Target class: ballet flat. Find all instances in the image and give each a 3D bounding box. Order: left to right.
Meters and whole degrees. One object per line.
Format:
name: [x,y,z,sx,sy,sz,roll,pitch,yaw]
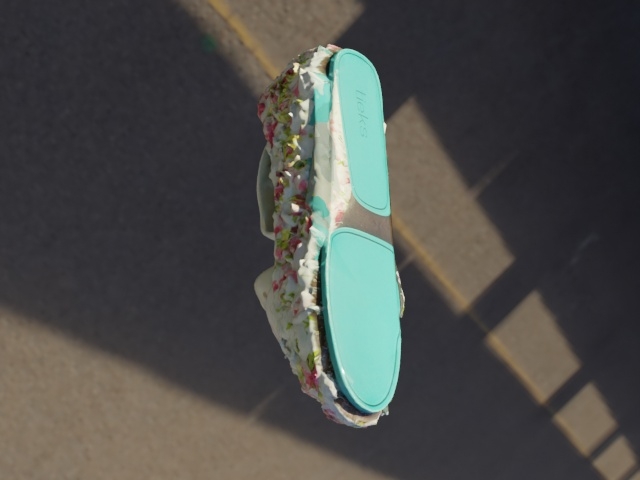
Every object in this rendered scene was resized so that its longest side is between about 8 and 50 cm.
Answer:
ballet flat: [0.000,0.000,0.816,0.077,0.241,0.091,-23,142,34]
